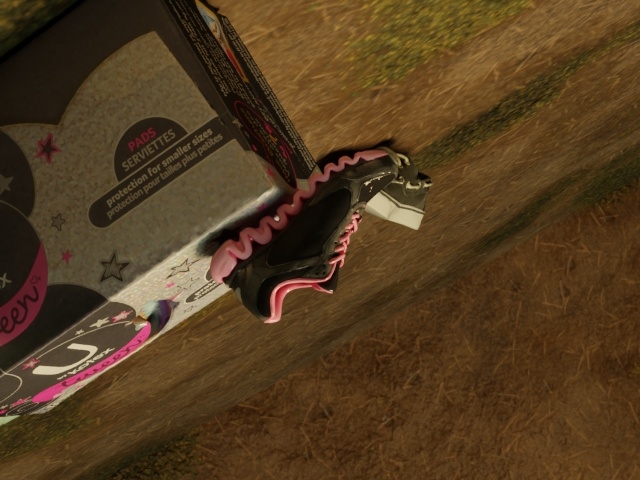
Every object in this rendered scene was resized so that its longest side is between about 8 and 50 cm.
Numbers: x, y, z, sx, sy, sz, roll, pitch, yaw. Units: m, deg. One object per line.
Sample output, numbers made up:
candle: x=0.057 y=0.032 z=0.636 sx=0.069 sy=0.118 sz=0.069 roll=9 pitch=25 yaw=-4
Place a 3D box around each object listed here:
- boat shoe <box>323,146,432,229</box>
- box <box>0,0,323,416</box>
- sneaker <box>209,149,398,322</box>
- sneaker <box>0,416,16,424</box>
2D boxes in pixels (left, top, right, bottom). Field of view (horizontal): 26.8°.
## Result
boat shoe: x=0.062 y=-0.063 z=1.410 sx=0.070 sy=0.078 sz=0.219 roll=-67 pitch=160 yaw=3
box: x=-0.141 y=-0.019 z=0.811 sx=0.247 sy=0.163 sz=0.142 roll=-34 pitch=167 yaw=13
sneaker: x=0.000 y=0.000 z=0.730 sx=0.119 sy=0.057 sz=0.047 roll=-38 pitch=162 yaw=4
sneaker: x=-0.313 y=0.123 z=1.220 sx=0.151 sy=0.094 sz=0.256 roll=-18 pitch=-173 yaw=32
